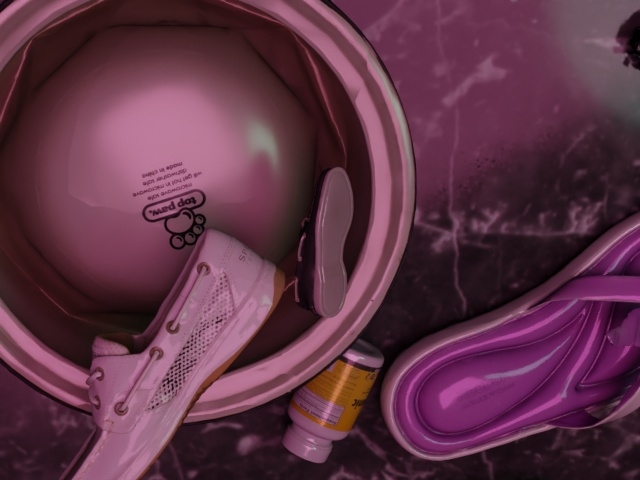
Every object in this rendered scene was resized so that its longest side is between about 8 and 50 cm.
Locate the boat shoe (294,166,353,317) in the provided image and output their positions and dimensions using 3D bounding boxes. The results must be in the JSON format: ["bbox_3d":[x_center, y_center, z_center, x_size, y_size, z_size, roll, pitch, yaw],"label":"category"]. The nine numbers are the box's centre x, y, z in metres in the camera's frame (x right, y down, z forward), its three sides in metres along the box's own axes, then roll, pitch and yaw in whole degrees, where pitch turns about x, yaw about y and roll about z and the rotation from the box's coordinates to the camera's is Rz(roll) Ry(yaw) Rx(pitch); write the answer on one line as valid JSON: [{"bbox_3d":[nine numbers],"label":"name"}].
[{"bbox_3d":[0.000,0.000,1.263,0.046,0.038,0.125,-17,113,-48],"label":"boat shoe"}]

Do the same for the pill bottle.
[{"bbox_3d":[0.008,0.146,1.442,0.065,0.065,0.116,23,101,-12],"label":"pill bottle"}]

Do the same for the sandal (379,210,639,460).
[{"bbox_3d":[0.258,0.101,1.440,0.416,0.102,0.169,-29,106,1],"label":"sandal"}]

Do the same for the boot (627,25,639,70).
[{"bbox_3d":[0.350,-0.178,1.411,0.121,0.045,0.099,-39,102,4],"label":"boot"}]

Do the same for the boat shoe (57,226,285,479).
[{"bbox_3d":[-0.147,0.109,1.247,0.096,0.098,0.277,38,88,-14],"label":"boat shoe"}]

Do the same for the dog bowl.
[{"bbox_3d":[-0.130,-0.056,1.329,0.408,0.150,0.408,-2,105,-7],"label":"dog bowl"}]
